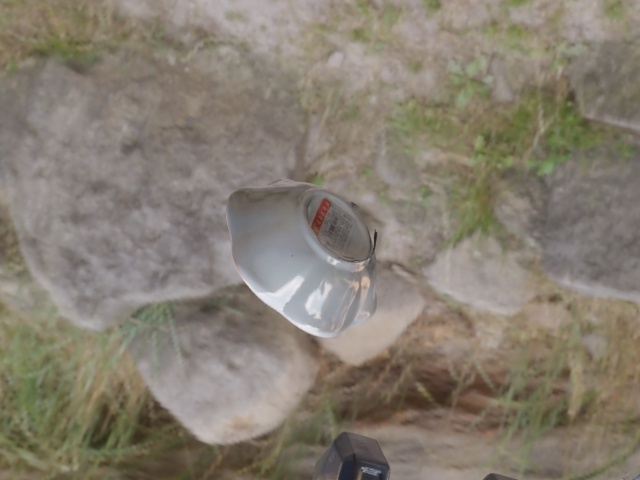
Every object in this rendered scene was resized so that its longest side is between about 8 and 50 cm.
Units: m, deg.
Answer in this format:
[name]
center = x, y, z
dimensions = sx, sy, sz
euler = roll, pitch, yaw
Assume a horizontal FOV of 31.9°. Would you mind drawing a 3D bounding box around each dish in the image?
[dish]
center = 0.000, 0.000, 1.331
dimensions = 0.229, 0.229, 0.081
euler = 29, 131, -22

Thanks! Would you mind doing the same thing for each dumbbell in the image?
[dumbbell]
center = 0.144, 0.383, 1.591
dimensions = 0.316, 0.144, 0.156
euler = 18, -167, -15

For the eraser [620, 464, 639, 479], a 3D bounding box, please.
[eraser]
center = 0.337, 0.245, 0.864
dimensions = 0.212, 0.092, 0.046
euler = 53, -169, 16
